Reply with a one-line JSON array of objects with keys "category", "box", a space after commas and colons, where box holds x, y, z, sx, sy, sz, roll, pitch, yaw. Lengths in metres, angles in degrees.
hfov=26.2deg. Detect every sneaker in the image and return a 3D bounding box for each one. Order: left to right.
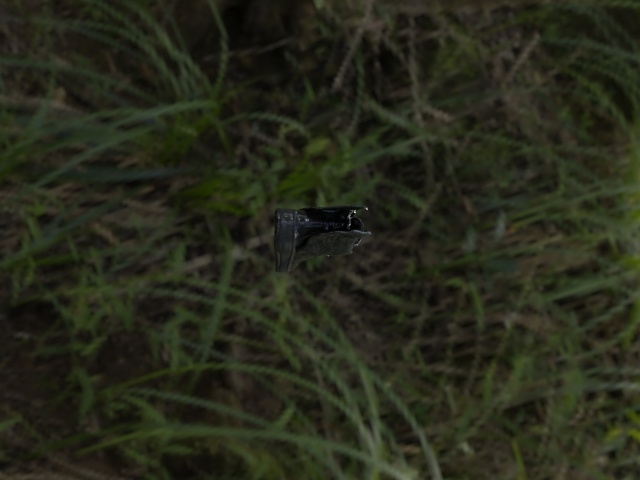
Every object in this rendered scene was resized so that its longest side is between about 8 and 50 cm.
[{"category": "sneaker", "box": [0.000, -0.003, 1.320, 0.170, 0.089, 0.051, 93, -4, -77]}]
